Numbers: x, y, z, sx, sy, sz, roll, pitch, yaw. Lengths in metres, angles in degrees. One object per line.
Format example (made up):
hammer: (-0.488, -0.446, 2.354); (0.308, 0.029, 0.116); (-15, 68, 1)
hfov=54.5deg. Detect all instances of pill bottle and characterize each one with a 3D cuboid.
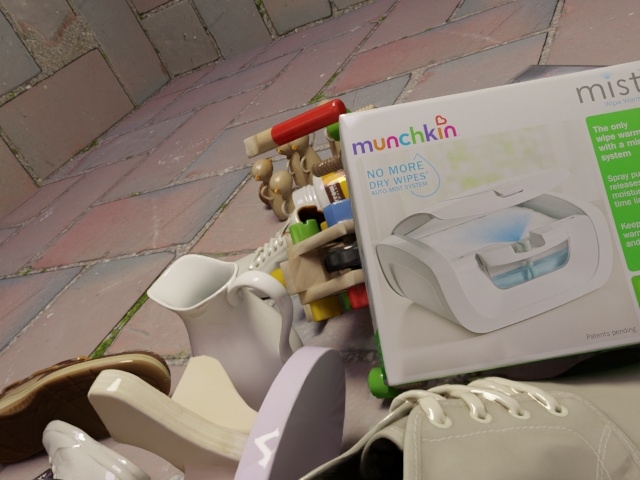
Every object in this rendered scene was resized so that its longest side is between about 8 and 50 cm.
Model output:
pill bottle: (0.067, -0.084, 1.019); (0.214, 0.117, 0.117); (-23, 27, 10)

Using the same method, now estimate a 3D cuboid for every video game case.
video game case: (0.407, -0.251, 1.096); (0.196, 0.026, 0.274); (-36, 29, -14)

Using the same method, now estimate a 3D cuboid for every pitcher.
pitcher: (-0.076, 0.116, 0.708); (0.177, 0.207, 0.125); (-2, 37, 41)

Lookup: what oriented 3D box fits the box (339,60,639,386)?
box: (0.163, -0.008, 0.548); (0.261, 0.231, 0.127); (-9, -13, 2)

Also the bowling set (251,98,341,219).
bowling set: (-0.069, -0.132, 1.189); (0.199, 0.154, 0.287); (-9, 32, 33)

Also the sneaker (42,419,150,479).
sneaker: (-0.306, 0.292, 0.771); (0.212, 0.080, 0.094); (4, 50, 44)

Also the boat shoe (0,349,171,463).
boat shoe: (-0.357, 0.215, 0.902); (0.342, 0.123, 0.123); (-25, 28, 19)

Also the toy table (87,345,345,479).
toy table: (-0.087, 0.211, 0.555); (0.160, 0.252, 0.274); (2, 27, 17)

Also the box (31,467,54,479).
box: (-0.366, 0.363, 0.748); (0.116, 0.029, 0.162); (-34, 27, -11)

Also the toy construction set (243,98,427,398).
toy construction set: (0.000, 0.000, 0.766); (0.237, 0.309, 0.257); (-15, 21, 34)

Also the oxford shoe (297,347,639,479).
oxford shoe: (0.114, 0.154, 0.431); (0.449, 0.130, 0.169); (-19, -3, -31)

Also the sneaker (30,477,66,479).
sneaker: (-0.314, 0.321, 0.583); (0.321, 0.180, 0.124); (-33, 45, -7)

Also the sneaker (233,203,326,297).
sneaker: (-0.045, 0.003, 0.971); (0.290, 0.123, 0.106); (-16, 31, 25)
